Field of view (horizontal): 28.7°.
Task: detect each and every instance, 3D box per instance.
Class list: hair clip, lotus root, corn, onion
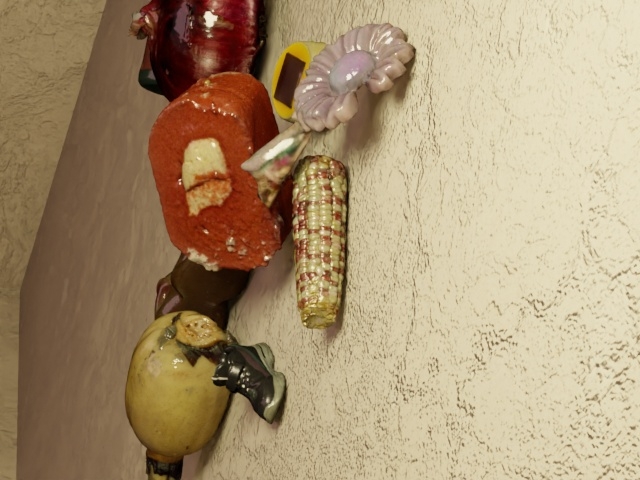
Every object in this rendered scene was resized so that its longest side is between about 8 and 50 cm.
[{"bbox_3d":[-0.004,-0.165,1.611,0.300,0.069,0.173,-48,31,22],"label":"hair clip"},{"bbox_3d":[-0.235,0.261,2.020,0.183,0.182,0.310,-114,34,-56],"label":"lotus root"},{"bbox_3d":[0.000,0.000,1.644,0.079,0.079,0.237,135,139,-57],"label":"corn"},{"bbox_3d":[-0.207,-0.369,2.134,0.314,0.232,0.314,-170,90,-71],"label":"onion"}]

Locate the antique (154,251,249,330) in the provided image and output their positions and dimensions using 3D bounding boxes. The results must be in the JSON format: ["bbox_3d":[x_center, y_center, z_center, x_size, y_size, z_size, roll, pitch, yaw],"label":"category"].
[{"bbox_3d":[-0.198,0.053,2.073,0.143,0.121,0.257,-101,30,-49],"label":"antique"}]

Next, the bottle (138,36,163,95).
[{"bbox_3d":[-0.255,-0.451,2.446,0.144,0.144,0.336,179,103,-69],"label":"bottle"}]

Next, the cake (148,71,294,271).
[{"bbox_3d":[-0.142,-0.092,1.787,0.151,0.176,0.283,-65,-38,-61],"label":"cake"}]

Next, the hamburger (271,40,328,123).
[{"bbox_3d":[-0.014,-0.223,1.779,0.141,0.081,0.127,12,94,57],"label":"hamburger"}]

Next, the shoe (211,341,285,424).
[{"bbox_3d":[-0.112,0.199,1.802,0.169,0.099,0.071,-119,46,-58],"label":"shoe"}]
